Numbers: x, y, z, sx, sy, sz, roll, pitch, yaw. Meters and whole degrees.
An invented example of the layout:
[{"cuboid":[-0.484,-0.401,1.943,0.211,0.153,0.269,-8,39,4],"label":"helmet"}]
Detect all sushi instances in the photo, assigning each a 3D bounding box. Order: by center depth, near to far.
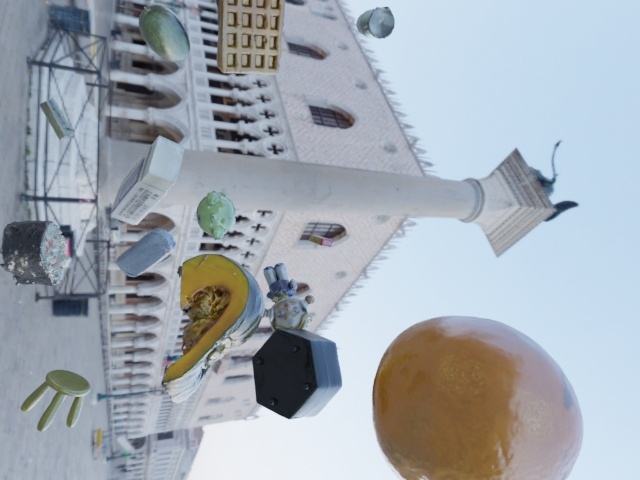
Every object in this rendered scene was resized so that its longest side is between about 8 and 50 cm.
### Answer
[{"cuboid":[-0.489,0.022,0.731,0.150,0.078,0.091,119,-27,-52],"label":"sushi"}]

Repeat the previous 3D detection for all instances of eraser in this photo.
[{"cuboid":[-0.469,-0.154,1.136,0.279,0.081,0.124,-29,-133,42],"label":"eraser"}]

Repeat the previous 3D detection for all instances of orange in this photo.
[{"cuboid":[0.230,0.266,0.660,0.312,0.312,0.312,-178,-90,-66],"label":"orange"}]

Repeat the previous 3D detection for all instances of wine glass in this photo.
[{"cuboid":[0.191,-0.785,1.530,0.222,0.103,0.103,-110,-150,-62],"label":"wine glass"}]

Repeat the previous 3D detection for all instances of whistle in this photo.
[{"cuboid":[-0.240,-0.066,0.980,0.227,0.085,0.105,-132,-144,-75],"label":"whistle"}]

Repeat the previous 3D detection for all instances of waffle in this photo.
[{"cuboid":[-0.226,-0.711,1.362,0.098,0.224,0.328,-126,-143,-46],"label":"waffle"}]

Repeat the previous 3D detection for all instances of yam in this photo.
[{"cuboid":[-0.862,-0.395,1.385,0.054,0.054,0.132,39,-29,60],"label":"yam"}]

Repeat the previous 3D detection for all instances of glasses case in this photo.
[{"cuboid":[-0.663,0.050,1.605,0.282,0.109,0.067,-32,-156,23],"label":"glasses case"}]

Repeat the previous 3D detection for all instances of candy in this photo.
[{"cuboid":[0.000,0.000,2.134,0.122,0.062,0.038,21,-79,53],"label":"candy"}]

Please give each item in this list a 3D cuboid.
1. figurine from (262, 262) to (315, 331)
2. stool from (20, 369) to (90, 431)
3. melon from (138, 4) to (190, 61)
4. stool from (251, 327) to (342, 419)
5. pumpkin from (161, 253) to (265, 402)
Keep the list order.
[{"cuboid":[-0.139,0.221,1.509,0.274,0.194,0.133,47,-22,19],"label":"figurine"},{"cuboid":[-0.667,0.404,1.078,0.110,0.135,0.134,-61,-160,-5],"label":"stool"},{"cuboid":[-0.426,-0.567,1.158,0.167,0.114,0.114,55,20,-60],"label":"melon"},{"cuboid":[-0.065,0.346,1.118,0.232,0.141,0.232,-11,-111,32],"label":"stool"},{"cuboid":[-0.250,0.159,0.872,0.190,0.280,0.139,38,-27,18],"label":"pumpkin"}]
